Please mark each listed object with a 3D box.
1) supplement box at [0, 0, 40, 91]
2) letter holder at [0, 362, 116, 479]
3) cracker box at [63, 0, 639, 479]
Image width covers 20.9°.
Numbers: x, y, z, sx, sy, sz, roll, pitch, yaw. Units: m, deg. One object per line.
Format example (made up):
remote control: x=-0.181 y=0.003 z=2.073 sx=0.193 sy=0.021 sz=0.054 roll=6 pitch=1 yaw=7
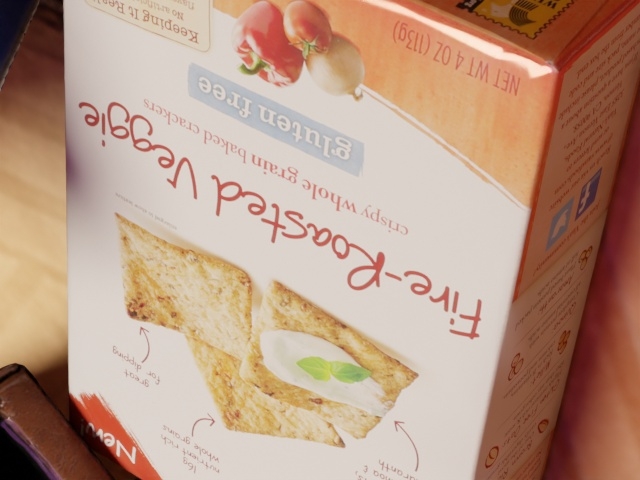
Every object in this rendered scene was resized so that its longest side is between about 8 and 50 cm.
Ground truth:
supplement box: x=-0.270 y=-0.122 z=0.455 sx=0.194 sy=0.195 sz=0.356 roll=-5 pitch=146 yaw=42
letter holder: x=-0.194 y=0.190 z=0.675 sx=0.152 sy=0.214 sz=0.302 roll=53 pitch=151 yaw=-7
cracker box: x=0.000 y=0.000 z=0.526 sx=0.155 sy=0.067 sz=0.232 roll=27 pitch=135 yaw=23
